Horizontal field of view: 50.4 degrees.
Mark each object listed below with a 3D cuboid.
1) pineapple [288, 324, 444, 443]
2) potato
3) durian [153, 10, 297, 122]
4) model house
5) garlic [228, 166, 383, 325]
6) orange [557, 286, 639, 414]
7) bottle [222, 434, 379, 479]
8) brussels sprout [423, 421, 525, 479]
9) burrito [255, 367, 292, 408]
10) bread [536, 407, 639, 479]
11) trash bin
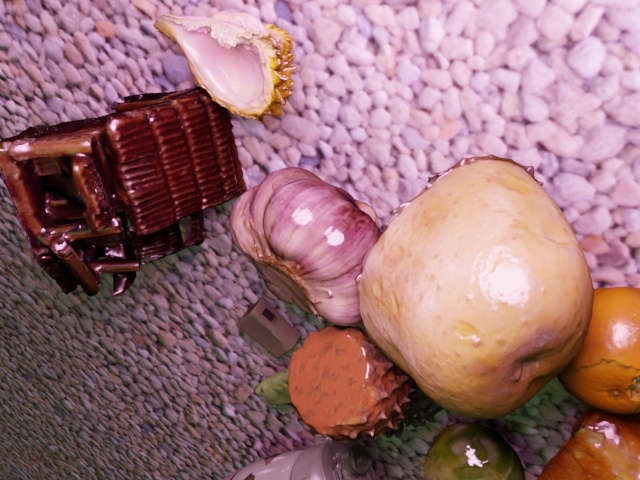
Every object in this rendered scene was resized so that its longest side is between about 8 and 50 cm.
[{"bbox_3d":[0.087,0.203,0.943,0.158,0.157,0.279,-8,161,37],"label":"pineapple"},{"bbox_3d":[0.173,0.070,0.719,0.242,0.242,0.285,35,109,4],"label":"potato"},{"bbox_3d":[-0.109,-0.232,0.820,0.224,0.078,0.140,33,149,22],"label":"durian"},{"bbox_3d":[-0.239,-0.055,0.927,0.283,0.297,0.317,-13,121,-11],"label":"model house"},{"bbox_3d":[0.000,0.000,0.877,0.245,0.160,0.245,39,164,13],"label":"garlic"},{"bbox_3d":[0.336,0.119,0.764,0.157,0.134,0.156,10,148,6],"label":"orange"},{"bbox_3d":[-0.027,0.489,1.246,0.229,0.229,0.352,48,127,-9],"label":"bottle"},{"bbox_3d":[0.228,0.345,1.025,0.155,0.117,0.155,10,125,15],"label":"brussels sprout"},{"bbox_3d":[-0.001,0.244,1.142,0.288,0.054,0.104,-26,110,41],"label":"burrito"},{"bbox_3d":[0.442,0.347,0.818,0.344,0.149,0.195,43,126,30],"label":"bread"},{"bbox_3d":[-0.085,0.146,1.125,0.092,0.043,0.061,42,136,-8],"label":"trash bin"}]
